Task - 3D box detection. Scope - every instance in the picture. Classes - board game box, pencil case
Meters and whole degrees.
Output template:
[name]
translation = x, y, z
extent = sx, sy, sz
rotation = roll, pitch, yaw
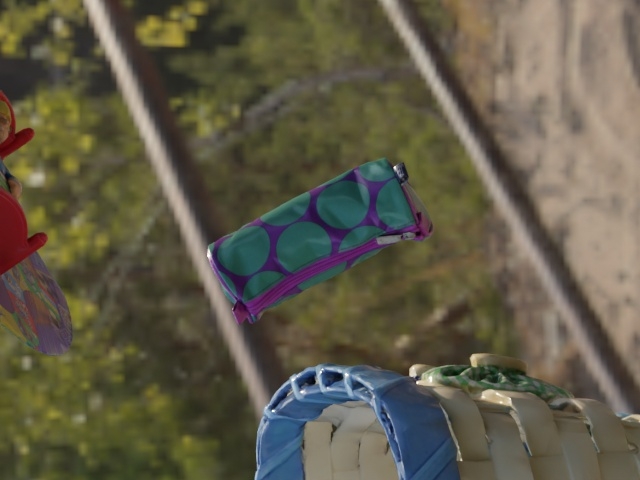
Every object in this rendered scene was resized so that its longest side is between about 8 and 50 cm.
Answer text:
[board game box]
translation = -0.132, -0.035, 0.707
extent = 0.168, 0.033, 0.133
rotation = 57, -175, 8
[pencil case]
translation = 0.000, 0.000, 1.289
extent = 0.064, 0.152, 0.070
rotation = 61, -177, -45

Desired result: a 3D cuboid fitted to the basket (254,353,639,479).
[basket]
translation = 0.005, 0.148, 0.703
extent = 0.255, 0.289, 0.201
rotation = 157, 103, -70
